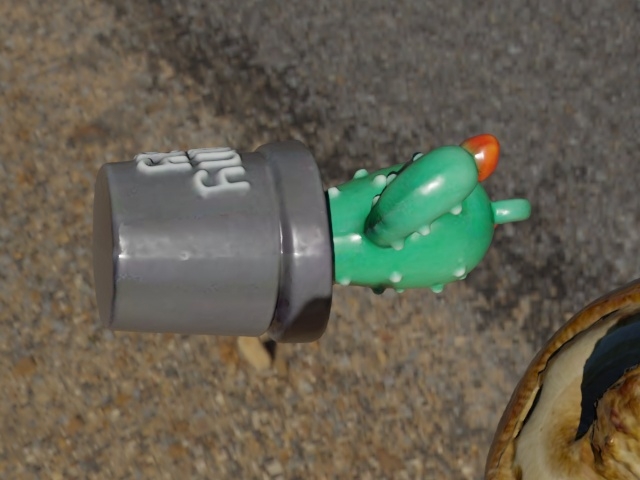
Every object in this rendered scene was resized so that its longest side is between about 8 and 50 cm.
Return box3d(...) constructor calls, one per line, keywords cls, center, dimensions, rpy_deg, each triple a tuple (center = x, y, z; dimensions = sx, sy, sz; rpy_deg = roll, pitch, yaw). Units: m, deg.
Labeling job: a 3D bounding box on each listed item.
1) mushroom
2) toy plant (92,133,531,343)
box3d(cls="mushroom", center=(0.266, 0.162, 1.139), dimensions=(0.345, 0.259, 0.345), rpy_deg=(-31, 38, 28))
box3d(cls="toy plant", center=(0.003, -0.007, 1.258), dimensions=(0.400, 0.279, 0.185), rpy_deg=(-3, 57, -17))
